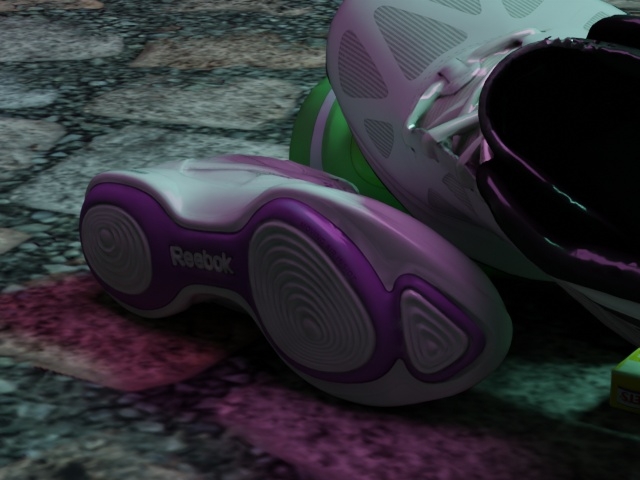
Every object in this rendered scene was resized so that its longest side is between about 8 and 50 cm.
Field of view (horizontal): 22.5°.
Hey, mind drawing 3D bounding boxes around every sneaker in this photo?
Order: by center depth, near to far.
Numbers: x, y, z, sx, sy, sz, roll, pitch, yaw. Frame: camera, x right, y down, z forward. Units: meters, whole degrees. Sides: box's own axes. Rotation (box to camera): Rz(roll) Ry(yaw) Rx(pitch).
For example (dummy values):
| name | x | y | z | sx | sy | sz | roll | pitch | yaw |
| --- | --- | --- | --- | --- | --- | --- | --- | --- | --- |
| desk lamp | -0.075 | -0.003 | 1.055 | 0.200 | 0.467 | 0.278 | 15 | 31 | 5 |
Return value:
| name | x | y | z | sx | sy | sz | roll | pitch | yaw |
| --- | --- | --- | --- | --- | --- | --- | --- | --- | --- |
| sneaker | 0.119 | -0.067 | 0.761 | 0.447 | 0.169 | 0.257 | 39 | 0 | 40 |
| sneaker | 0.000 | 0.000 | 0.916 | 0.152 | 0.114 | 0.305 | -19 | 27 | -41 |

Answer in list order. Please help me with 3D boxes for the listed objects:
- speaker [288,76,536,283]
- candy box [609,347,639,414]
| name | x | y | z | sx | sy | sz | roll | pitch | yaw |
| --- | --- | --- | --- | --- | --- | --- | --- | --- | --- |
| speaker | 0.128 | -0.043 | 0.994 | 0.296 | 0.131 | 0.131 | 8 | 20 | 37 |
| candy box | 0.250 | 0.058 | 0.889 | 0.105 | 0.027 | 0.206 | 15 | 24 | 31 |
